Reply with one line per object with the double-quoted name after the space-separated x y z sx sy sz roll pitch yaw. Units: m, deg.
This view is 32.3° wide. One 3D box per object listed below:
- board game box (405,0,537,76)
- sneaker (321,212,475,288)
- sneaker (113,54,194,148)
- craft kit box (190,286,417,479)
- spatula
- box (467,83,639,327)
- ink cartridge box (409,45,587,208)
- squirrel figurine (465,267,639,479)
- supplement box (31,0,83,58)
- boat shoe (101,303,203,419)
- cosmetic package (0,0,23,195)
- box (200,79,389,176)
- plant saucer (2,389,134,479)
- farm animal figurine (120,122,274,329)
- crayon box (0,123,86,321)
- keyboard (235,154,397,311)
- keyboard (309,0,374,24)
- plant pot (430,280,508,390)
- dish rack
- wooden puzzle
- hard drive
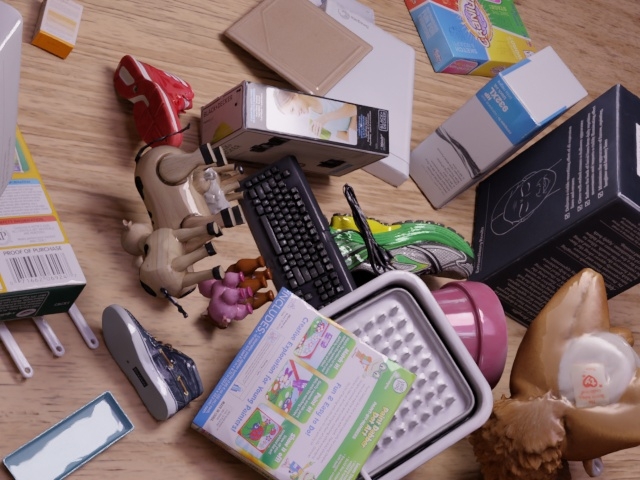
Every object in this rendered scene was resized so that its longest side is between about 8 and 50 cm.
0.346 -0.492 2.533 0.316 0.064 0.242 -4 65 -42 "board game box"
0.124 0.048 1.958 0.343 0.134 0.146 3 69 -27 "sneaker"
-0.243 -0.222 1.815 0.128 0.087 0.221 6 42 -41 "sneaker"
-0.023 0.238 1.638 0.246 0.061 0.250 33 70 3 "craft kit box"
-0.424 0.072 1.548 0.168 0.019 0.242 -25 82 -51 "spatula"
0.496 -0.050 2.122 0.212 0.395 0.294 31 47 -22 "box"
0.338 -0.220 2.169 0.129 0.307 0.223 53 43 4 "ink cartridge box"
0.411 0.308 1.897 0.397 0.370 0.281 -41 71 -11 "squirrel figurine"
-0.430 -0.353 1.808 0.062 0.036 0.098 24 50 -26 "supplement box"
-0.244 0.166 1.604 0.083 0.065 0.183 -29 90 -48 "boat shoe"
-0.566 -0.085 1.221 0.329 0.327 0.394 23 55 -4 "cosmetic package"
-0.044 -0.187 1.904 0.289 0.169 0.087 8 76 -32 "box"
-0.337 0.274 1.483 0.067 0.018 0.192 54 42 3 "plant saucer"
-0.206 -0.005 1.640 0.330 0.172 0.327 46 28 -71 "farm animal figurine"
-0.476 -0.041 1.506 0.203 0.083 0.323 -6 59 -41 "crayon box"
0.000 0.000 1.840 0.317 0.201 0.033 65 4 14 "keyboard"
0.011 -0.502 2.299 0.256 0.014 0.072 21 56 -28 "keyboard"
0.192 0.167 1.887 0.180 0.201 0.201 2 60 -22 "plant pot"
0.072 0.232 1.721 0.332 0.072 0.286 -29 80 -17 "dish rack"
-0.041 -0.377 2.114 0.221 0.044 0.239 37 46 6 "wooden puzzle"
0.083 -0.298 2.197 0.233 0.047 0.353 26 48 -24 "hard drive"
